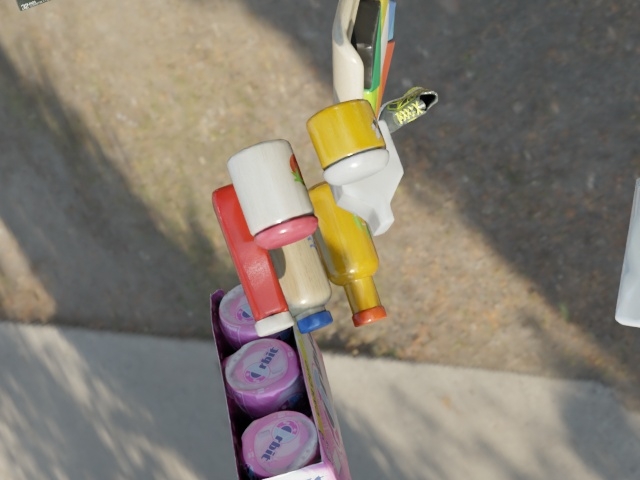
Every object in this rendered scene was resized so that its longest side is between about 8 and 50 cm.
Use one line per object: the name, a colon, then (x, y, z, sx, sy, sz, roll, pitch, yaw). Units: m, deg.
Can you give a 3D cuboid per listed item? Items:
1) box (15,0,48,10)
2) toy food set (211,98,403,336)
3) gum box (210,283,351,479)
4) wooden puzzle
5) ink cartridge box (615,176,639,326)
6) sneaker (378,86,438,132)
box: (-0.212, -0.231, 0.973, 0.062, 0.083, 0.052, 96, 150, -68)
toy food set: (0.000, 0.000, 0.770, 0.232, 0.111, 0.104, 119, 132, -77)
gum box: (-0.027, 0.123, 0.893, 0.188, 0.062, 0.107, -105, -6, -46)
wooden puzzle: (0.040, -0.175, 1.056, 0.221, 0.044, 0.238, 88, -173, -57)
ink cartridge box: (0.328, 0.073, 0.932, 0.275, 0.060, 0.238, 6, 86, 66)
sneaker: (0.095, -0.146, 1.352, 0.035, 0.083, 0.031, 2, 128, 55)
